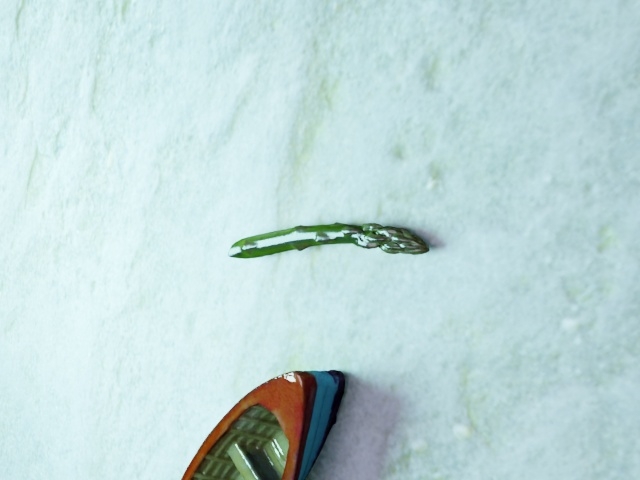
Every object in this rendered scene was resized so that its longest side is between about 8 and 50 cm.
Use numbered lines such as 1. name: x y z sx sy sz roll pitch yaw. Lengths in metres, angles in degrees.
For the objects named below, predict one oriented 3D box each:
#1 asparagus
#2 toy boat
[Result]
1. asparagus: 0.000 0.001 0.717 0.236 0.027 0.034 -3 99 40
2. toy boat: -0.078 0.263 0.786 0.136 0.079 0.392 47 124 28
